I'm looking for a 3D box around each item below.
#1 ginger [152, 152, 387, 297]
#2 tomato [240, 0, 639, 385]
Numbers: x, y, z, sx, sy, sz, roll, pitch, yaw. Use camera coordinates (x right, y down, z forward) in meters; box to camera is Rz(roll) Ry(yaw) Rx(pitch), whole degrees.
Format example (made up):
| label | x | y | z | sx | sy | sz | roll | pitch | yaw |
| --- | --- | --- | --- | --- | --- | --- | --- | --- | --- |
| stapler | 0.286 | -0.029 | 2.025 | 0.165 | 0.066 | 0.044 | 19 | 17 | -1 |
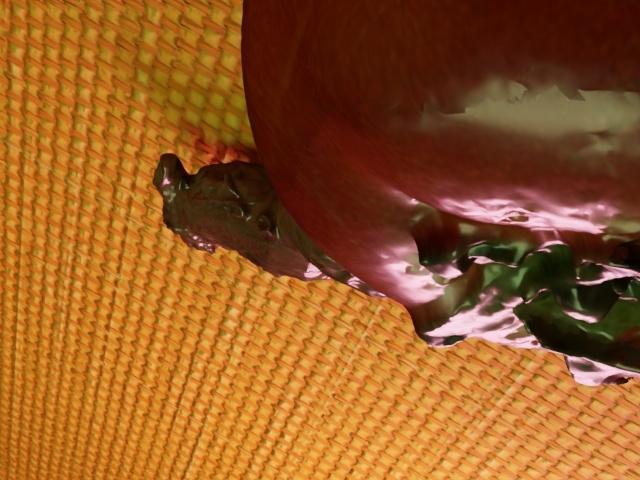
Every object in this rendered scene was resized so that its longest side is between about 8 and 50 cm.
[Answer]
| label | x | y | z | sx | sy | sz | roll | pitch | yaw |
| --- | --- | --- | --- | --- | --- | --- | --- | --- | --- |
| ginger | -0.002 | 0.000 | 1.355 | 0.290 | 0.084 | 0.122 | 13 | 142 | 36 |
| tomato | 0.144 | -0.091 | 0.806 | 0.341 | 0.273 | 0.341 | 15 | 162 | 5 |
